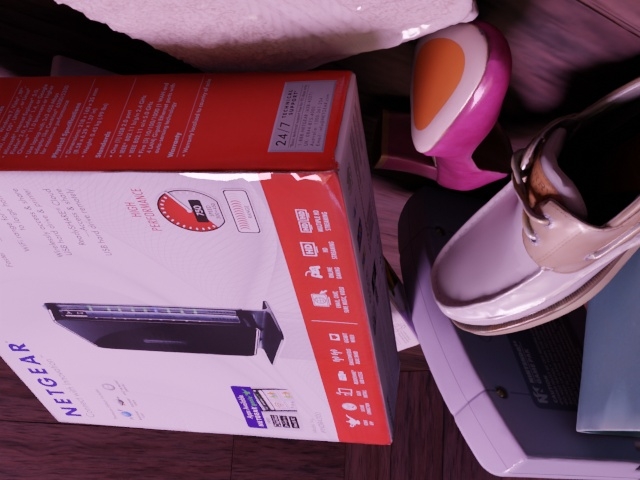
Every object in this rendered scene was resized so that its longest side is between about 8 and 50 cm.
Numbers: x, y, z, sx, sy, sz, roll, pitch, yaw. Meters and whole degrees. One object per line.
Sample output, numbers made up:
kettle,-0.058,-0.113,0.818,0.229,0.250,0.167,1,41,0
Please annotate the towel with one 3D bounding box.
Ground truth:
towel,-0.063,-0.145,0.395,0.187,0.049,0.282,-9,162,41

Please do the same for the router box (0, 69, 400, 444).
router box,-0.106,0.032,0.616,0.300,0.082,0.336,1,143,12

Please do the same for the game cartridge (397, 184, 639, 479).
game cartridge,0.178,0.082,0.803,0.198,0.297,0.062,8,137,-27

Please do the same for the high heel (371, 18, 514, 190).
high heel,0.111,-0.078,0.559,0.117,0.082,0.244,4,167,-7

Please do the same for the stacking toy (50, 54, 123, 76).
stacking toy,-0.145,-0.027,0.740,0.308,0.131,0.279,10,166,-27

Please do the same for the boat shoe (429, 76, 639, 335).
boat shoe,0.177,-0.036,0.578,0.103,0.113,0.302,18,135,-39

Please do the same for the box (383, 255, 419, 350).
box,0.000,0.000,0.704,0.067,0.063,0.324,-22,140,14

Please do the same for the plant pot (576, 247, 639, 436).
plant pot,0.343,0.034,0.647,0.292,0.235,0.293,2,167,1
